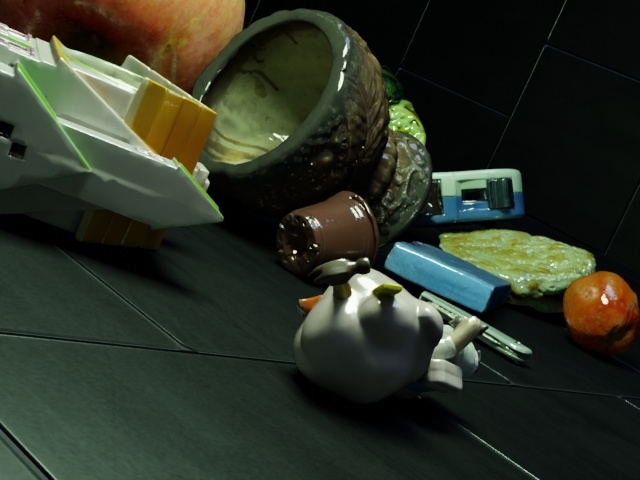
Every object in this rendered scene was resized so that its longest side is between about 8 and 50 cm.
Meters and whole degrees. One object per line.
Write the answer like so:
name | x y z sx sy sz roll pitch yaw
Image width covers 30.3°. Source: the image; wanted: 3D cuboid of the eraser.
eraser | 0.183 0.049 1.629 0.144 0.042 0.312 25 5 13

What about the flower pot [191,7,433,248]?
flower pot | 0.000 -0.122 1.529 0.266 0.266 0.267 35 -5 47

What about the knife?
knife | 0.185 0.105 1.446 0.162 0.023 0.044 30 6 34

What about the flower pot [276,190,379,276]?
flower pot | 0.000 0.000 1.372 0.089 0.111 0.111 -6 28 -43

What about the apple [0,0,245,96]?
apple | -0.278 -0.333 1.628 0.364 0.363 0.364 24 9 -4

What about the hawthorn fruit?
hawthorn fruit | 0.409 0.110 1.713 0.128 0.128 0.128 24 9 -4

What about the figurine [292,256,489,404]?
figurine | 0.054 0.086 0.995 0.137 0.111 0.229 -3 -17 38

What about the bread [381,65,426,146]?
bread | 0.059 -0.163 1.970 0.208 0.251 0.376 45 8 -9

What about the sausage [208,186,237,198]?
sausage | -0.129 -0.113 1.644 0.328 0.112 0.112 13 15 -42

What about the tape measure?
tape measure | 0.221 -0.065 2.073 0.215 0.097 0.351 -4 1 -12

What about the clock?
clock | -0.236 -0.102 1.119 0.310 0.166 0.235 22 10 -20

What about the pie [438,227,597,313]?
pie | 0.315 0.041 1.889 0.257 0.105 0.274 6 15 -27
